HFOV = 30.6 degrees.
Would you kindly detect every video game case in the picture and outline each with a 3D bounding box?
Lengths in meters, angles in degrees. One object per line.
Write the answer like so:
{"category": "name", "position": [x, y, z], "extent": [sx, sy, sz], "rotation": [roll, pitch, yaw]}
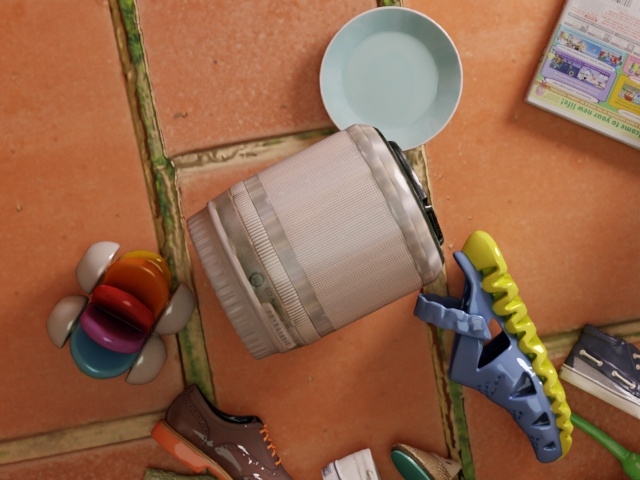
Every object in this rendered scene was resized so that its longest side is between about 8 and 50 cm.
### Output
{"category": "video game case", "position": [0.401, -0.233, 1.547], "extent": [0.212, 0.023, 0.193], "rotation": [22, 95, -7]}

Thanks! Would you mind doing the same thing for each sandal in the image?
{"category": "sandal", "position": [0.227, 0.153, 1.542], "extent": [0.138, 0.126, 0.317], "rotation": [-26, 90, 3]}

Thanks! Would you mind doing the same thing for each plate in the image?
{"category": "plate", "position": [0.091, -0.209, 1.529], "extent": [0.188, 0.024, 0.188], "rotation": [-1, 97, -5]}

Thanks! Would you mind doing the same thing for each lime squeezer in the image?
{"category": "lime squeezer", "position": [0.475, 0.277, 1.611], "extent": [0.310, 0.059, 0.110], "rotation": [-1, 65, -3]}

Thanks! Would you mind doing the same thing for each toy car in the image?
{"category": "toy car", "position": [-0.256, 0.099, 1.487], "extent": [0.159, 0.136, 0.182], "rotation": [30, 94, -7]}

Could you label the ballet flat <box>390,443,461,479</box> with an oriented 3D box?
{"category": "ballet flat", "position": [0.175, 0.341, 1.591], "extent": [0.067, 0.073, 0.206], "rotation": [-41, 102, -26]}

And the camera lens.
{"category": "camera lens", "position": [0.000, 0.000, 1.450], "extent": [0.274, 0.219, 0.219], "rotation": [-27, 98, 0]}

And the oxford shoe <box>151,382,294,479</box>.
{"category": "oxford shoe", "position": [-0.086, 0.292, 1.546], "extent": [0.271, 0.097, 0.098], "rotation": [34, 88, -7]}

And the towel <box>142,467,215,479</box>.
{"category": "towel", "position": [-0.200, 0.383, 1.582], "extent": [0.110, 0.027, 0.148], "rotation": [9, 97, -4]}

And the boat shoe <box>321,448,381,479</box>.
{"category": "boat shoe", "position": [0.095, 0.401, 1.570], "extent": [0.084, 0.095, 0.258], "rotation": [-29, 99, 4]}

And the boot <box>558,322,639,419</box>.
{"category": "boot", "position": [0.421, 0.187, 1.565], "extent": [0.190, 0.069, 0.086], "rotation": [27, 91, 7]}
